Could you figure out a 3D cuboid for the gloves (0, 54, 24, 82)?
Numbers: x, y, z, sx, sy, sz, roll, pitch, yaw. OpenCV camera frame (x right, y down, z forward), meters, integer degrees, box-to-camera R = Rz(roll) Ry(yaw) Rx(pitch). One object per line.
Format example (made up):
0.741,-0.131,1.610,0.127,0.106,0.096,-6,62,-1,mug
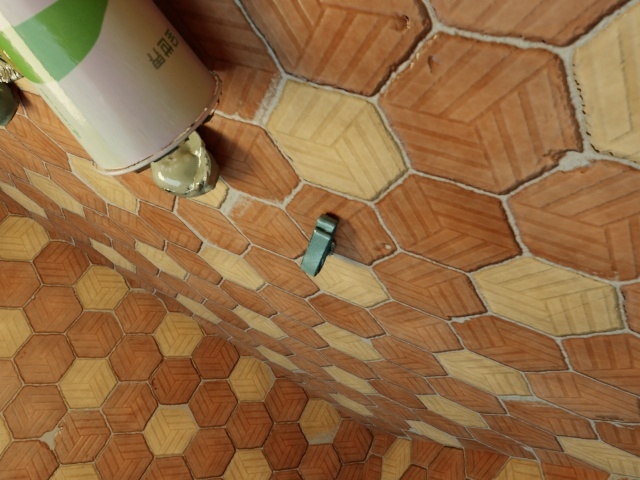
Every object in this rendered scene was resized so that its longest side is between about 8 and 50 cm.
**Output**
-0.758,-0.453,0.906,0.210,0.135,0.312,41,-179,23,gloves

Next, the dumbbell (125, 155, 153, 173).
-0.445,-0.251,1.009,0.092,0.082,0.231,21,152,14,dumbbell

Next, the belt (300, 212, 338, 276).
0.004,0.002,1.029,0.065,0.100,0.179,28,138,5,belt

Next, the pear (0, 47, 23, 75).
-0.488,-0.355,0.815,0.167,0.136,0.167,24,150,15,pear

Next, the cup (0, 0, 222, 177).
-0.316,-0.272,0.650,0.253,0.253,0.274,10,148,35,cup

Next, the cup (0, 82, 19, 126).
-0.877,-0.369,1.162,0.199,0.199,0.150,6,163,39,cup

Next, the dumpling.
-0.306,-0.176,0.982,0.247,0.142,0.172,4,109,52,dumpling
